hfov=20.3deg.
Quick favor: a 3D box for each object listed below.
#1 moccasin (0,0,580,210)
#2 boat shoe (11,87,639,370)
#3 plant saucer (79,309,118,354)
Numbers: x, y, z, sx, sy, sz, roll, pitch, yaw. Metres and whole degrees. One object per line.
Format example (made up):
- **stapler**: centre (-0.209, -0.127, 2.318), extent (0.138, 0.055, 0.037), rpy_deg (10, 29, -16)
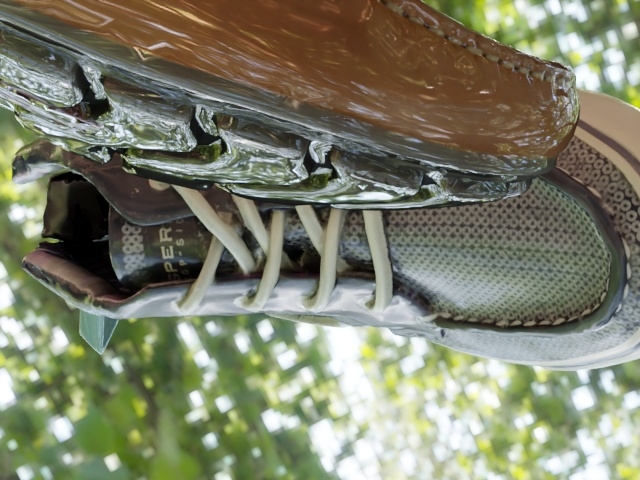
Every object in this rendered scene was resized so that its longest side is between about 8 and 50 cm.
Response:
- **moccasin**: centre (-0.077, -0.109, 0.542), extent (0.139, 0.380, 0.147), rpy_deg (-9, -117, 65)
- **boat shoe**: centre (0.000, 0.000, 0.775), extent (0.158, 0.127, 0.340), rpy_deg (-16, -165, -35)
- **plant saucer**: centre (-0.110, -0.031, 0.952), extent (0.018, 0.192, 0.067), rpy_deg (13, -142, 5)
